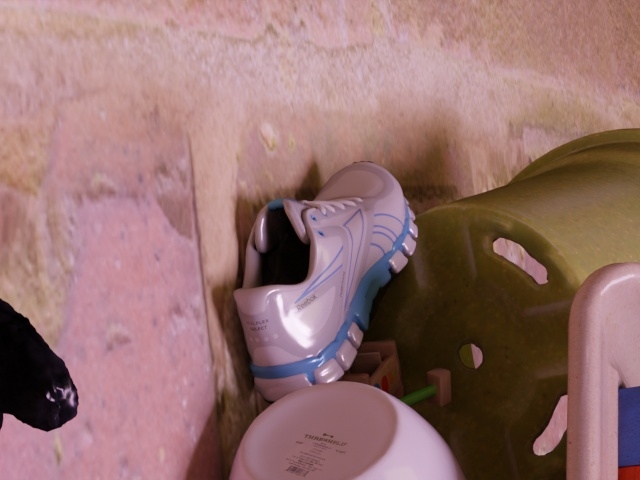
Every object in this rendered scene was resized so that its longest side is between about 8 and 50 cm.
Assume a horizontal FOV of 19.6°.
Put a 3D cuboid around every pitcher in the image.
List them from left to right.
[{"bbox_3d":[0.048,0.179,0.949,0.125,0.178,0.207,-51,135,-39],"label":"pitcher"}]

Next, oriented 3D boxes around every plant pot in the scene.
[{"bbox_3d":[0.149,0.065,1.170,0.254,0.276,0.276,-4,88,-58],"label":"plant pot"}]

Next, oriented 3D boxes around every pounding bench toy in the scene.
[{"bbox_3d":[0.028,0.092,1.045,0.065,0.083,0.052,-43,125,-65],"label":"pounding bench toy"}]

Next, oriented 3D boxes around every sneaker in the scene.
[{"bbox_3d":[0.000,0.000,1.025,0.083,0.071,0.190,65,27,-28],"label":"sneaker"}]

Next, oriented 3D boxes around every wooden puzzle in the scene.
[{"bbox_3d":[0.199,0.232,0.971,0.322,0.080,0.348,55,38,-50],"label":"wooden puzzle"}]

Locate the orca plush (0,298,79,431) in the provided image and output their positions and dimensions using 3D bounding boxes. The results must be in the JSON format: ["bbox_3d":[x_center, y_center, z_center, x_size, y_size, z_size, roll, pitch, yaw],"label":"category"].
[{"bbox_3d":[-0.135,0.065,0.609,0.151,0.102,0.287,28,59,-65],"label":"orca plush"}]
